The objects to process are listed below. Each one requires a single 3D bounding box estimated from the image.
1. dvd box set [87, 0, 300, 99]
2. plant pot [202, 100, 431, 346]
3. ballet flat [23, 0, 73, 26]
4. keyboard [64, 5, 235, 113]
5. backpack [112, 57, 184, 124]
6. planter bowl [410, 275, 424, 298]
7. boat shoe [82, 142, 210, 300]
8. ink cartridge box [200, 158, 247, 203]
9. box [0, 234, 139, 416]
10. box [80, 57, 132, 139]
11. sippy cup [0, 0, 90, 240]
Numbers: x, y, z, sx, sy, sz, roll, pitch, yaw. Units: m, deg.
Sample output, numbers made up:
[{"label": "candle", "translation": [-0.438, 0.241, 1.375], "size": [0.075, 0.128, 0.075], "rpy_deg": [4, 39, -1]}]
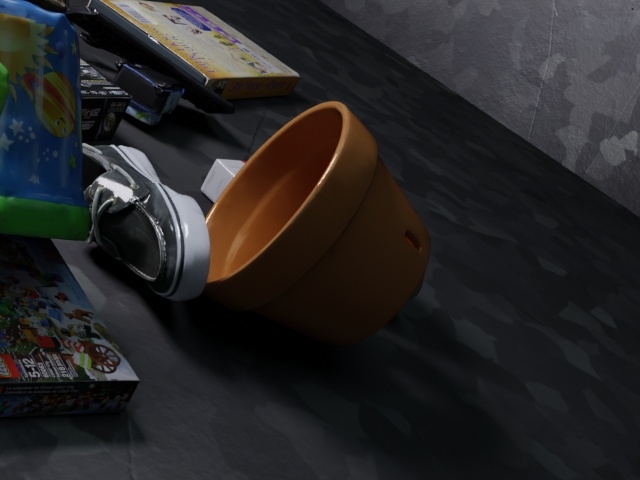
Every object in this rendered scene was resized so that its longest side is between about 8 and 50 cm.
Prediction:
[{"label": "dvd box set", "translation": [-0.256, -0.402, 2.020], "size": [0.308, 0.062, 0.420], "rpy_deg": [36, 22, 13]}, {"label": "plant pot", "translation": [0.000, 0.000, 1.210], "size": [0.203, 0.291, 0.291], "rpy_deg": [41, 17, -22]}, {"label": "ballet flat", "translation": [-0.501, -0.342, 1.474], "size": [0.182, 0.164, 0.483], "rpy_deg": [54, 18, -9]}, {"label": "keyboard", "translation": [-0.310, -0.310, 1.676], "size": [0.317, 0.033, 0.202], "rpy_deg": [33, -7, -34]}, {"label": "backpack", "translation": [-0.289, -0.244, 1.591], "size": [0.105, 0.084, 0.114], "rpy_deg": [31, 15, 5]}, {"label": "planter bowl", "translation": [0.070, 0.018, 1.419], "size": [0.109, 0.162, 0.162], "rpy_deg": [-11, 38, -19]}, {"label": "boat shoe", "translation": [-0.240, -0.025, 1.165], "size": [0.119, 0.121, 0.335], "rpy_deg": [5, 21, -34]}, {"label": "ink cartridge box", "translation": [-0.091, -0.056, 1.465], "size": [0.150, 0.063, 0.109], "rpy_deg": [42, 24, 29]}, {"label": "box", "translation": [-0.297, 0.075, 0.931], "size": [0.159, 0.044, 0.233], "rpy_deg": [8, 31, -46]}, {"label": "box", "translation": [-0.394, -0.216, 1.403], "size": [0.147, 0.077, 0.180], "rpy_deg": [37, 22, 16]}, {"label": "sippy cup", "translation": [-0.337, -0.122, 0.952], "size": [0.306, 0.223, 0.240], "rpy_deg": [6, 0, 38]}]
